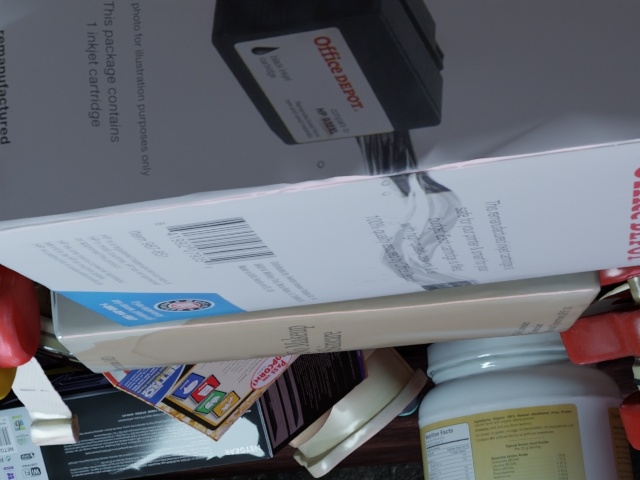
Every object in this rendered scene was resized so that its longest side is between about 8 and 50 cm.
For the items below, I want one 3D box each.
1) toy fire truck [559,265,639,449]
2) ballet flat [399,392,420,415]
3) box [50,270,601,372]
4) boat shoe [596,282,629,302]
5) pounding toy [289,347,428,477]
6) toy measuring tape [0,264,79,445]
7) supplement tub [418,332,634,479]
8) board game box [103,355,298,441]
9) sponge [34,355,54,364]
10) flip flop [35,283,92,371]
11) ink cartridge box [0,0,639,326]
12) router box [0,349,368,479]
[{"bbox_3d":[0.350,0.035,1.143,0.254,0.169,0.302,-18,179,-44],"label":"toy fire truck"},{"bbox_3d":[0.017,0.172,1.740,0.203,0.074,0.074,-6,167,28],"label":"ballet flat"},{"bbox_3d":[0.000,0.000,0.907,0.311,0.121,0.148,-6,167,1],"label":"box"},{"bbox_3d":[0.370,0.070,1.378,0.103,0.092,0.285,7,162,-40],"label":"boat shoe"},{"bbox_3d":[0.000,0.138,1.538,0.154,0.155,0.269,-42,-176,-8],"label":"pounding toy"},{"bbox_3d":[-0.235,0.093,1.024,0.121,0.121,0.330,-7,143,6],"label":"toy measuring tape"},{"bbox_3d":[0.229,0.262,1.635,0.228,0.316,0.228,-5,166,-1],"label":"supplement tub"},{"bbox_3d":[-0.071,0.063,1.079,0.147,0.045,0.193,-46,154,-2],"label":"board game box"},{"bbox_3d":[-0.209,0.079,1.336,0.210,0.031,0.117,-12,164,26],"label":"sponge"},{"bbox_3d":[-0.205,0.054,1.163,0.277,0.080,0.112,11,168,-8],"label":"flip flop"},{"bbox_3d":[0.020,-0.054,0.680,0.308,0.129,0.223,-7,166,9],"label":"ink cartridge box"},{"bbox_3d":[-0.142,0.141,1.340,0.309,0.081,0.243,-11,-173,23],"label":"router box"}]
